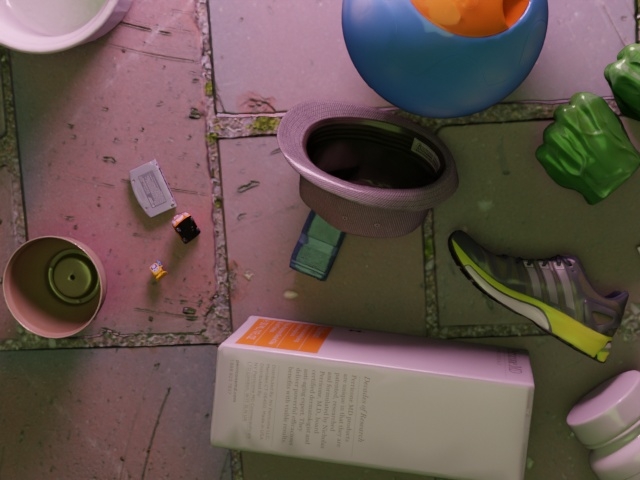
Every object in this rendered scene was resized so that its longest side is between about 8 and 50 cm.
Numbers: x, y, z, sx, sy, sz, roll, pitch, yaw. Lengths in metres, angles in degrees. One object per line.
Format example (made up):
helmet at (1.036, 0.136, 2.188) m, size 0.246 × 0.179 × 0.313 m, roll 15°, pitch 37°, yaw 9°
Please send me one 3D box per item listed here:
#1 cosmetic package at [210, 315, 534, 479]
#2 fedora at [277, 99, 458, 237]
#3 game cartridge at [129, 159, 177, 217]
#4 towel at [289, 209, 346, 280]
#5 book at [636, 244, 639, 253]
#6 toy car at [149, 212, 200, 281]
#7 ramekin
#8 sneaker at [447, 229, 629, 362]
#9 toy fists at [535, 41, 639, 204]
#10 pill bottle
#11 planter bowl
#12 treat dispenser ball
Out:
cosmetic package at (0.083, 0.235, 1.751) m, size 0.453 × 0.230 × 0.161 m, roll 7°, pitch 98°, yaw 6°
fedora at (0.063, -0.092, 1.736) m, size 0.276 × 0.243 × 0.124 m, roll 11°, pitch 128°, yaw -2°
game cartridge at (-0.271, -0.082, 1.865) m, size 0.056 × 0.017 × 0.083 m, roll -23°, pitch 94°, yaw 7°
towel at (0.000, 0.000, 1.830) m, size 0.067 × 0.029 × 0.119 m, roll 24°, pitch 101°, yaw 4°
book at (0.553, 0.054, 1.758) m, size 0.096 × 0.035 × 0.144 m, roll -25°, pitch 93°, yaw 14°
toy car at (-0.244, 0.003, 1.855) m, size 0.122 × 0.060 × 0.040 m, roll -48°, pitch 57°, yaw 5°
ramekin at (-0.412, -0.423, 1.776) m, size 0.277 × 0.135 × 0.277 m, roll 1°, pitch 97°, yaw 8°
sneaker at (0.329, 0.061, 1.765) m, size 0.300 × 0.111 × 0.121 m, roll 31°, pitch 91°, yaw -3°
toy fists at (0.442, -0.190, 1.709) m, size 0.279 × 0.096 × 0.142 m, roll -42°, pitch 100°, yaw 10°
pill bottle at (0.505, 0.346, 1.740) m, size 0.160 × 0.160 × 0.283 m, roll -36°, pitch 92°, yaw 11°
planter bowl at (-0.409, 0.066, 1.858) m, size 0.162 × 0.109 × 0.162 m, roll 1°, pitch 98°, yaw 9°
treat dispenser ball at (0.173, -0.315, 1.631) m, size 0.288 × 0.288 × 0.288 m, roll 1°, pitch 98°, yaw 8°
